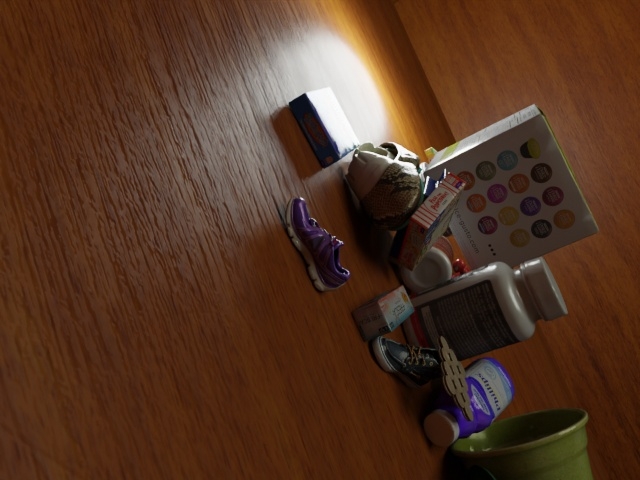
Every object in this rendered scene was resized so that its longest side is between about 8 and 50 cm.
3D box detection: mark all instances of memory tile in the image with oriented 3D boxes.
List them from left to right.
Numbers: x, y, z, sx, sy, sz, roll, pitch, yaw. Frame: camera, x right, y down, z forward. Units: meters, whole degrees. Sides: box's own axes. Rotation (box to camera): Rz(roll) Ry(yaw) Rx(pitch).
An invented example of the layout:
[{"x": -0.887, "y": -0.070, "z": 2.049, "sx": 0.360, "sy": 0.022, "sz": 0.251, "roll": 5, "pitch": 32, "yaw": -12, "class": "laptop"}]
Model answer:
[{"x": 0.257, "y": 0.263, "z": 1.103, "sx": 0.113, "sy": 0.012, "sz": 0.148, "roll": 54, "pitch": 23, "yaw": -23, "class": "memory tile"}]

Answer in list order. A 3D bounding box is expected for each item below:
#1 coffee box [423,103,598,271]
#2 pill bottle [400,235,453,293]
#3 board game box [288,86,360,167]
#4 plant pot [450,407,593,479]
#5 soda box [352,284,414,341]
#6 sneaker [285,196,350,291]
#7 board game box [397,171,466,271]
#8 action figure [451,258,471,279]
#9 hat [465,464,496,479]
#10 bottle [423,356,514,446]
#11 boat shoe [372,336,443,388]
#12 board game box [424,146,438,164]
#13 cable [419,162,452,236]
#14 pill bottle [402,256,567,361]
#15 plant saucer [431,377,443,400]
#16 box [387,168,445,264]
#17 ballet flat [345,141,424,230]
[{"x": 0.527, "y": -0.147, "z": 1.610, "sx": 0.337, "sy": 0.334, "sz": 0.338, "roll": 61, "pitch": 23, "yaw": -7, "class": "coffee box"}, {"x": 0.271, "y": 0.047, "z": 1.434, "sx": 0.121, "sy": 0.121, "sz": 0.216, "roll": 62, "pitch": 20, "yaw": -6, "class": "pill bottle"}, {"x": 0.015, "y": -0.261, "z": 1.304, "sx": 0.160, "sy": 0.047, "sz": 0.210, "roll": 60, "pitch": 22, "yaw": -9, "class": "board game box"}, {"x": 0.429, "y": 0.497, "z": 1.130, "sx": 0.276, "sy": 0.276, "sz": 0.254, "roll": 6, "pitch": 65, "yaw": -64, "class": "plant pot"}, {"x": 0.125, "y": 0.138, "z": 1.110, "sx": 0.063, "sy": 0.058, "sz": 0.183, "roll": 66, "pitch": 23, "yaw": 5, "class": "soda box"}, {"x": 0.000, "y": 0.000, "z": 0.966, "sx": 0.170, "sy": 0.071, "sz": 0.068, "roll": 63, "pitch": 22, "yaw": -2, "class": "sneaker"}, {"x": 0.237, "y": -0.035, "z": 1.239, "sx": 0.045, "sy": 0.147, "sz": 0.193, "roll": 36, "pitch": -24, "yaw": 17, "class": "board game box"}, {"x": 0.359, "y": 0.171, "z": 1.568, "sx": 0.091, "sy": 0.139, "sz": 0.280, "roll": -84, "pitch": 164, "yaw": -57, "class": "action figure"}, {"x": 0.225, "y": 0.502, "z": 0.999, "sx": 0.208, "sy": 0.183, "sz": 0.173, "roll": 103, "pitch": -27, "yaw": -62, "class": "hat"}, {"x": 0.308, "y": 0.337, "z": 1.194, "sx": 0.283, "sy": 0.092, "sz": 0.118, "roll": -13, "pitch": 69, "yaw": -51, "class": "bottle"}, {"x": 0.172, "y": 0.221, "z": 1.091, "sx": 0.183, "sy": 0.083, "sz": 0.065, "roll": 42, "pitch": 31, "yaw": -42, "class": "boat shoe"}, {"x": 0.416, "y": -0.172, "z": 1.869, "sx": 0.124, "sy": 0.039, "sz": 0.259, "roll": 17, "pitch": 48, "yaw": -59, "class": "board game box"}, {"x": 0.374, "y": -0.130, "z": 1.897, "sx": 0.257, "sy": 0.089, "sz": 0.257, "roll": -9, "pitch": 73, "yaw": -66, "class": "cable"}, {"x": 0.350, "y": 0.152, "z": 1.245, "sx": 0.176, "sy": 0.318, "sz": 0.176, "roll": 46, "pitch": 30, "yaw": -37, "class": "pill bottle"}, {"x": 0.301, "y": 0.361, "z": 1.298, "sx": 0.168, "sy": 0.029, "sz": 0.168, "roll": 46, "pitch": 29, "yaw": -36, "class": "plant saucer"}, {"x": 0.229, "y": -0.064, "z": 1.363, "sx": 0.036, "sy": 0.225, "sz": 0.136, "roll": 28, "pitch": 26, "yaw": 1, "class": "box"}, {"x": 0.149, "y": -0.155, "z": 1.390, "sx": 0.182, "sy": 0.164, "sz": 0.483, "roll": 39, "pitch": 20, "yaw": -3, "class": "ballet flat"}]
